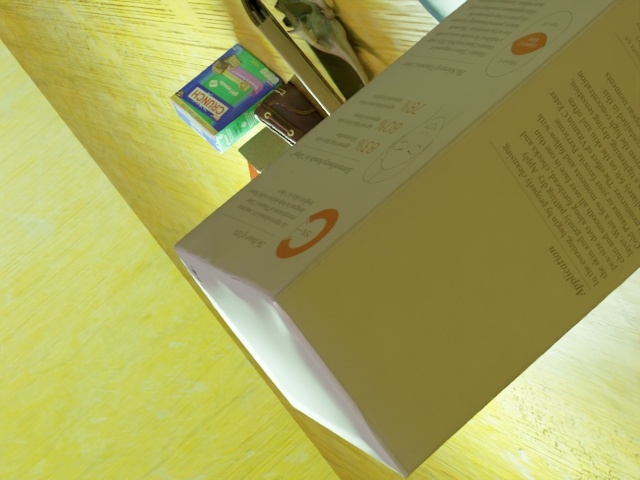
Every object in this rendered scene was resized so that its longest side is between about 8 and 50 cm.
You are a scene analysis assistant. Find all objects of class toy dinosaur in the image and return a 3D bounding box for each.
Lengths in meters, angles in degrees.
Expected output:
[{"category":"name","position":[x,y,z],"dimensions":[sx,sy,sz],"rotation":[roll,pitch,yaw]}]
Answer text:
[{"category":"toy dinosaur","position":[0.010,-0.203,1.970],"dimensions":[0.092,0.053,0.183],"rotation":[40,-174,-44]}]

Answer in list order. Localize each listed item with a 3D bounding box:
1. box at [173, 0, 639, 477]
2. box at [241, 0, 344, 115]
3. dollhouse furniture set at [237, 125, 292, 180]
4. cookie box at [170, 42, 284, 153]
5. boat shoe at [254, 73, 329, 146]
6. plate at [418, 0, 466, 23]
[{"category":"box","position":[0.100,-0.027,1.418],"dimensions":[0.168,0.345,0.215],"rotation":[54,168,-20]},{"category":"box","position":[-0.008,-0.167,2.057],"dimensions":[0.201,0.021,0.164],"rotation":[49,-176,-18]},{"category":"dollhouse furniture set","position":[0.000,0.000,2.394],"dimensions":[0.259,0.135,0.262],"rotation":[46,168,19]},{"category":"cookie box","position":[-0.107,-0.167,2.331],"dimensions":[0.092,0.107,0.040],"rotation":[41,166,34]},{"category":"boat shoe","position":[0.012,-0.089,2.232],"dimensions":[0.207,0.073,0.073],"rotation":[47,167,5]},{"category":"plate","position":[0.102,-0.214,1.617],"dimensions":[0.188,0.024,0.188],"rotation":[48,169,13]}]
